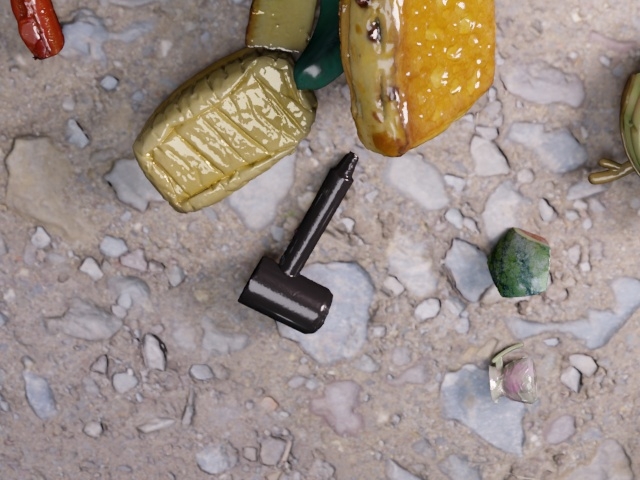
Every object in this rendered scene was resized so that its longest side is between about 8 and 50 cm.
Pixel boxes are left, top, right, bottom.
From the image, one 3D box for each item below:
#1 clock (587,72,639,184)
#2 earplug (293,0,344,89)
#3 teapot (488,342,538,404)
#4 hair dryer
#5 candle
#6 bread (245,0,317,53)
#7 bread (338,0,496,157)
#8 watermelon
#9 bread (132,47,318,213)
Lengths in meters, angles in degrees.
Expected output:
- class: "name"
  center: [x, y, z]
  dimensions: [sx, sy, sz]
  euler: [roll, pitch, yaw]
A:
- class: "clock"
  center: [0.469, -0.133, 1.453]
  dimensions: [0.235, 0.096, 0.308]
  euler: [40, 115, -6]
- class: "earplug"
  center: [-0.068, -0.328, 1.362]
  dimensions: [0.280, 0.164, 0.257]
  euler: [14, 125, 7]
- class: "teapot"
  center: [0.259, 0.182, 1.659]
  dimensions: [0.064, 0.064, 0.083]
  euler: [-7, 84, 13]
- class: "hair dryer"
  center: [-0.002, -0.001, 1.579]
  dimensions: [0.114, 0.070, 0.248]
  euler: [28, 105, -10]
- class: "candle"
  center: [-0.343, -0.292, 1.445]
  dimensions: [0.053, 0.048, 0.162]
  euler: [-23, 115, -20]
- class: "bread"
  center: [-0.038, -0.281, 1.423]
  dimensions: [0.084, 0.080, 0.109]
  euler: [10, 118, -6]
- class: "bread"
  center: [0.108, -0.223, 1.378]
  dimensions: [0.099, 0.235, 0.211]
  euler: [14, 124, 35]
- class: "watermelon"
  center: [0.268, 0.033, 1.575]
  dimensions: [0.072, 0.092, 0.085]
  euler: [-8, 134, -38]
- class: "bread"
  center: [-0.112, -0.139, 1.480]
  dimensions: [0.236, 0.106, 0.140]
  euler: [-32, 110, 15]
